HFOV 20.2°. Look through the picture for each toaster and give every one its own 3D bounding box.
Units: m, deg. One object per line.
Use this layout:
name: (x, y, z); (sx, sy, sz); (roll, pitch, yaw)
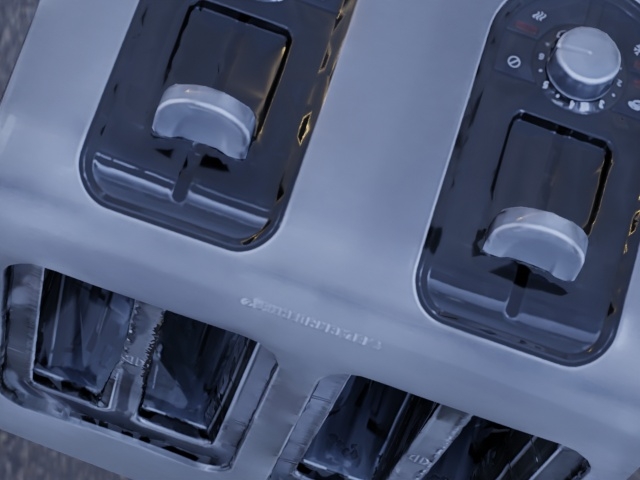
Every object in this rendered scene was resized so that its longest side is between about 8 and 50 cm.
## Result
toaster: (0.000, 0.000, 0.464); (0.168, 0.186, 0.110); (20, 63, -3)
